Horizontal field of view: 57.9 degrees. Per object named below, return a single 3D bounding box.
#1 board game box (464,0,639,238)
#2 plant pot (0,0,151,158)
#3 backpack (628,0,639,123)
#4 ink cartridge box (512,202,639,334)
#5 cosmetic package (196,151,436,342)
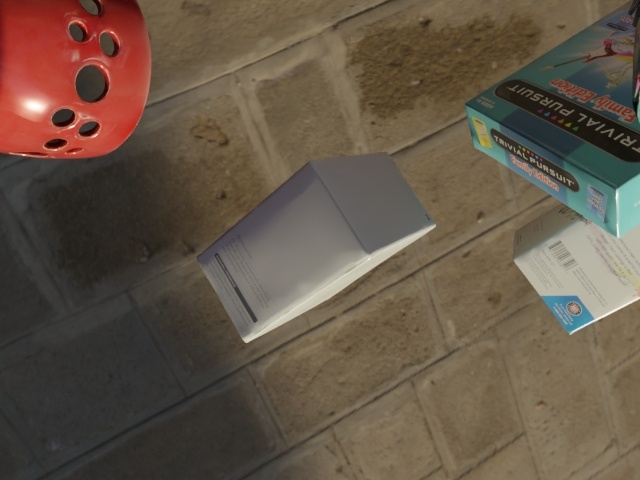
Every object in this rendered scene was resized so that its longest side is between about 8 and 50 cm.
[{"bbox_3d":[0.391,-0.179,0.699,0.336,0.254,0.079,-32,131,-6],"label":"board game box"},{"bbox_3d":[-0.276,-0.164,0.511,0.174,0.191,0.191,-20,119,-57],"label":"plant pot"},{"bbox_3d":[0.280,-0.151,0.346,0.144,0.165,0.188,-47,136,-40],"label":"backpack"},{"bbox_3d":[0.485,0.011,1.010,0.232,0.168,0.171,-36,93,26],"label":"ink cartridge box"},{"bbox_3d":[0.000,0.000,0.783,0.224,0.224,0.138,-35,82,30],"label":"cosmetic package"}]
